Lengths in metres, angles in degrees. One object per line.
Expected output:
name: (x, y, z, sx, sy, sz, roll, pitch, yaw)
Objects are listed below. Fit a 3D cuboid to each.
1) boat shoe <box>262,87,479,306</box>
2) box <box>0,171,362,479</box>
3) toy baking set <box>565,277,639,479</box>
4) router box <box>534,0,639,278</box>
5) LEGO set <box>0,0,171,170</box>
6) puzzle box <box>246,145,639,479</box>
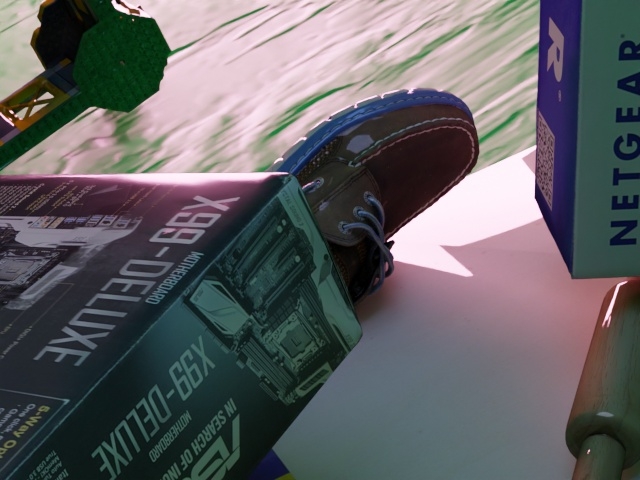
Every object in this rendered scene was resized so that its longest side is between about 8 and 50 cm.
boat shoe: (0.000, 0.000, 0.734, 0.183, 0.066, 0.066, -32, 42, -9)
box: (-0.166, 0.089, 0.555, 0.242, 0.076, 0.307, 1, 36, 38)
toy baking set: (0.184, 0.065, 0.601, 0.196, 0.030, 0.256, 5, 38, 24)
router box: (0.237, -0.158, 0.613, 0.301, 0.335, 0.082, -2, 24, -3)
LEGO set: (-0.260, -0.171, 0.956, 0.255, 0.331, 0.192, -44, 40, -8)
puzzle box: (0.025, 0.096, 0.683, 0.409, 0.052, 0.272, -24, 37, -15)
